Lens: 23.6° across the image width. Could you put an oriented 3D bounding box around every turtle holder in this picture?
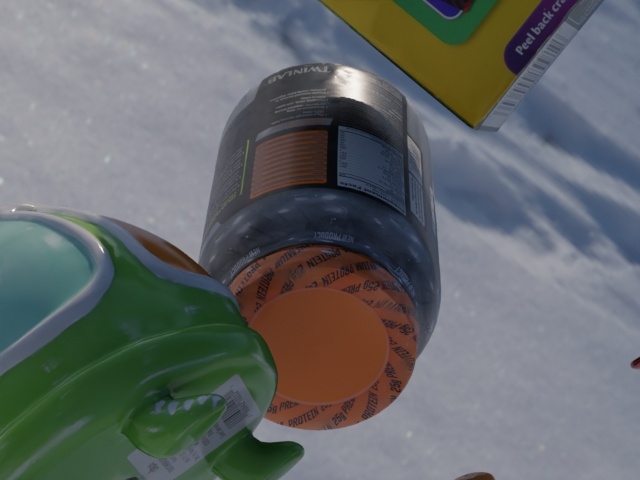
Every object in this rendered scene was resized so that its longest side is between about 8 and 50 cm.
[{"bbox_3d":[-0.191,0.123,1.012,0.227,0.320,0.243,51,22,23],"label":"turtle holder"}]

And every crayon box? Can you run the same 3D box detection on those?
[{"bbox_3d":[0.127,-0.324,1.232,0.313,0.363,0.106,41,13,11],"label":"crayon box"}]

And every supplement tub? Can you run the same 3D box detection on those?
[{"bbox_3d":[0.000,0.000,1.255,0.193,0.193,0.316,28,29,-14],"label":"supplement tub"}]

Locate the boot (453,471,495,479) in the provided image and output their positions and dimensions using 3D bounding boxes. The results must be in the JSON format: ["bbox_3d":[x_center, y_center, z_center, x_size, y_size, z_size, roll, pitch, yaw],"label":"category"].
[{"bbox_3d":[0.101,0.276,1.081,0.197,0.073,0.152,-37,113,-46],"label":"boot"}]

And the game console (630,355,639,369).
[{"bbox_3d":[0.285,0.028,1.014,0.144,0.124,0.085,-7,12,-19],"label":"game console"}]
